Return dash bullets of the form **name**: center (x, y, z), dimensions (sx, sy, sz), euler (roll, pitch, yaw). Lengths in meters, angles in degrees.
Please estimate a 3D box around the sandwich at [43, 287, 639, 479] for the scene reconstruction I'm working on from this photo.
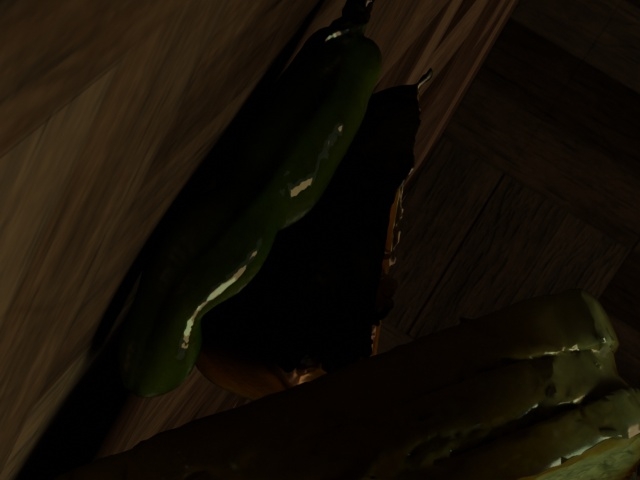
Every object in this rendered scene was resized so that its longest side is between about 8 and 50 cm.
- **sandwich**: center (0.010, 0.121, 0.941), dimensions (0.301, 0.099, 0.271), euler (-20, 164, 0)

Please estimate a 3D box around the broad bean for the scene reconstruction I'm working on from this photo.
- **broad bean**: center (-0.026, -0.024, 0.841), dimensions (0.213, 0.048, 0.070), euler (-57, 175, -19)

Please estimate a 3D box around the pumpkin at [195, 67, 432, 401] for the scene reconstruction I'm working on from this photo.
- **pumpkin**: center (-0.004, 0.000, 1.055), dimensions (0.278, 0.111, 0.163), euler (86, 18, -72)
